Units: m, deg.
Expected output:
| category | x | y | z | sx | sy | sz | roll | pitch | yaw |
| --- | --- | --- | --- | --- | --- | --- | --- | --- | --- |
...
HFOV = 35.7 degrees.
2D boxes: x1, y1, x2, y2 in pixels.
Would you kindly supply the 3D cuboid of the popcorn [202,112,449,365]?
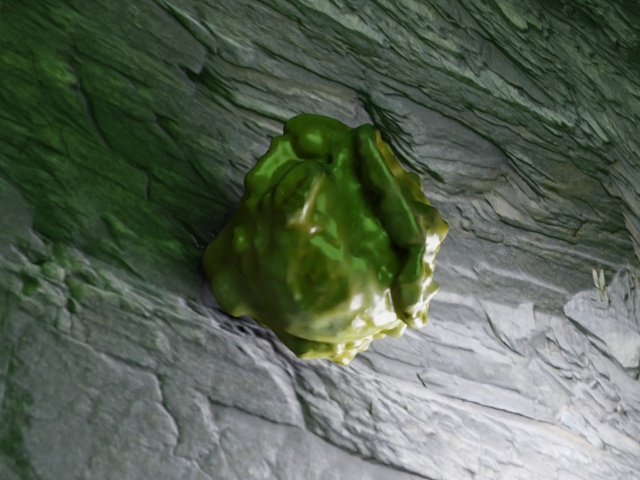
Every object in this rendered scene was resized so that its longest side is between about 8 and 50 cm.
| category | x | y | z | sx | sy | sz | roll | pitch | yaw |
| --- | --- | --- | --- | --- | --- | --- | --- | --- | --- |
| popcorn | 0.016 | -0.009 | 1.283 | 0.312 | 0.312 | 0.312 | 22 | 50 | -30 |
